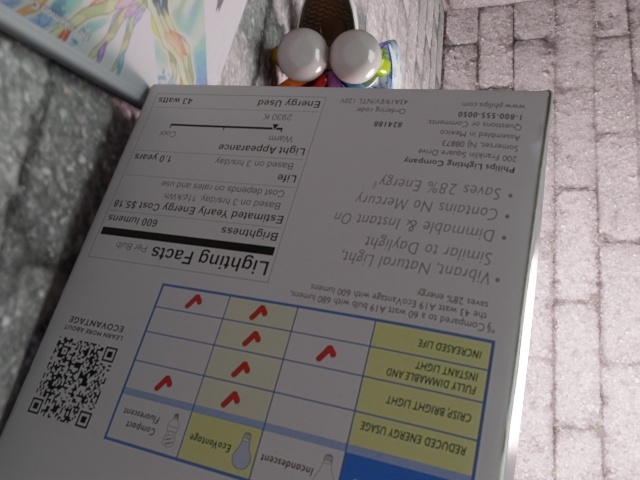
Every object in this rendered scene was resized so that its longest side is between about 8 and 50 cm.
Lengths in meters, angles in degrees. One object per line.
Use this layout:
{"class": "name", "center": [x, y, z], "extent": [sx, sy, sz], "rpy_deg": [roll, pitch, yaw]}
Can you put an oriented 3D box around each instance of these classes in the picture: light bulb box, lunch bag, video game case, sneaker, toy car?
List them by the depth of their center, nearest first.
{"class": "video game case", "center": [-0.147, -0.278, 0.486], "extent": [0.300, 0.036, 0.329], "rpy_deg": [-71, 160, -1]}
{"class": "light bulb box", "center": [-0.010, 0.077, 0.497], "extent": [0.225, 0.357, 0.361], "rpy_deg": [54, 47, -59]}
{"class": "toy car", "center": [0.014, -0.243, 0.883], "extent": [0.159, 0.182, 0.136], "rpy_deg": [-67, 159, -81]}
{"class": "sneaker", "center": [0.017, -0.318, 1.030], "extent": [0.123, 0.105, 0.290], "rpy_deg": [-77, 168, -57]}
{"class": "lunch bag", "center": [0.151, -0.401, 1.405], "extent": [0.129, 0.096, 0.151], "rpy_deg": [-53, 130, -61]}
